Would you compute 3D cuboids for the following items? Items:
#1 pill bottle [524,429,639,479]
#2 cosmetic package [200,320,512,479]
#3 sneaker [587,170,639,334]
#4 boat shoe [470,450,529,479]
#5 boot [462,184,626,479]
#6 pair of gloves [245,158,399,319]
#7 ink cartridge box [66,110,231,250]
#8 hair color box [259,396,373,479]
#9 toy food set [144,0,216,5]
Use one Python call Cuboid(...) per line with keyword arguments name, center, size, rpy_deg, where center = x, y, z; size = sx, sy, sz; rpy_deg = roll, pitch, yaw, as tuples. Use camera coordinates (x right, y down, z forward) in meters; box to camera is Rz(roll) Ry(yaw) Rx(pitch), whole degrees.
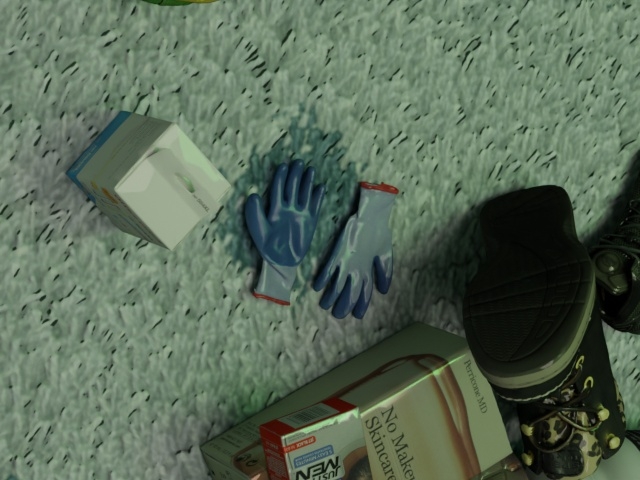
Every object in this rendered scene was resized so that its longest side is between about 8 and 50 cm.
Cuboid(name="pill bottle", center=(0.398, 0.315, 1.996), size=(0.323, 0.181, 0.181), rpy_deg=(3, 98, -29))
Cuboid(name="cosmetic package", center=(0.041, 0.227, 1.808), size=(0.296, 0.129, 0.153), rpy_deg=(-30, 111, -22))
Cuboid(name="sneaker", center=(0.373, -0.003, 1.961), size=(0.130, 0.087, 0.227), rpy_deg=(10, 99, -56))
Cuboid(name="boat shoe", center=(0.172, 0.403, 1.915), size=(0.132, 0.130, 0.355), rpy_deg=(5, 75, -17))
Cuboid(name="boot", center=(0.249, 0.136, 1.810), size=(0.138, 0.377, 0.284), rpy_deg=(-13, 115, 10))
Cuboid(name="pair of gloves", center=(0.000, 0.000, 1.806), size=(0.198, 0.023, 0.159), rpy_deg=(13, 91, -31))
Cuboid(name="ink cartridge box", center=(-0.165, -0.059, 1.630), size=(0.090, 0.143, 0.092), rpy_deg=(-49, 118, -13))
Cuboid(name="hair color box", center=(0.004, 0.253, 1.688), size=(0.093, 0.053, 0.167), rpy_deg=(-19, 107, -26))
Cuboid(name="toy food set", center=(-0.180, -0.287, 1.631), size=(0.218, 0.071, 0.128), rpy_deg=(5, 73, -32))
